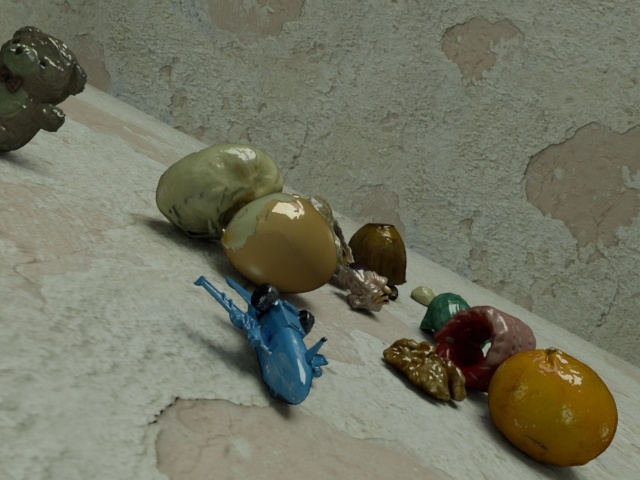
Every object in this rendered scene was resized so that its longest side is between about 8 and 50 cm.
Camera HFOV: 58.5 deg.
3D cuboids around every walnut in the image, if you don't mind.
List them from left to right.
[{"bbox_3d":[0.201,0.238,1.082,0.142,0.069,0.170,18,10,-39],"label":"walnut"}]

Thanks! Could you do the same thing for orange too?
[{"bbox_3d":[0.410,0.293,1.016,0.219,0.193,0.219,14,23,-6],"label":"orange"}]

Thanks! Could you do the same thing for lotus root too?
[{"bbox_3d":[0.168,0.029,1.727,0.188,0.180,0.199,0,15,-18],"label":"lotus root"}]

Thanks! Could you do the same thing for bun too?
[{"bbox_3d":[-0.209,-0.084,1.257,0.287,0.287,0.146,16,44,-51],"label":"bun"},{"bbox_3d":[0.345,0.180,1.895,0.086,0.055,0.086,27,8,-4],"label":"bun"}]

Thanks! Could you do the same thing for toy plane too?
[{"bbox_3d":[-0.061,0.136,0.809,0.254,0.105,0.271,39,-2,-29],"label":"toy plane"}]

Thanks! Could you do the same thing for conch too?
[{"bbox_3d":[-0.016,0.004,1.557,0.210,0.158,0.292,26,40,-82],"label":"conch"},{"bbox_3d":[0.355,0.214,1.456,0.202,0.134,0.196,32,11,36],"label":"conch"}]

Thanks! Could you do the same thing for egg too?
[{"bbox_3d":[-0.074,0.011,1.172,0.244,0.201,0.201,36,5,-20],"label":"egg"}]

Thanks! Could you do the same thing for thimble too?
[{"bbox_3d":[0.343,0.229,1.192,0.124,0.189,0.163,21,54,-30],"label":"thimble"}]

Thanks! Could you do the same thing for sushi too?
[{"bbox_3d":[0.212,0.158,1.723,0.046,0.044,0.083,48,9,-5],"label":"sushi"}]

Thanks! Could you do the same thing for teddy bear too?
[{"bbox_3d":[-0.614,-0.304,1.166,0.236,0.267,0.151,42,2,3],"label":"teddy bear"}]

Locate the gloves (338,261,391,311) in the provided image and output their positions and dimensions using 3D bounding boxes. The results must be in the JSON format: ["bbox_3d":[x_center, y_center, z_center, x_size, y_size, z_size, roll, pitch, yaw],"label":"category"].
[{"bbox_3d":[0.106,0.119,1.409,0.110,0.094,0.144,12,35,-30],"label":"gloves"}]
